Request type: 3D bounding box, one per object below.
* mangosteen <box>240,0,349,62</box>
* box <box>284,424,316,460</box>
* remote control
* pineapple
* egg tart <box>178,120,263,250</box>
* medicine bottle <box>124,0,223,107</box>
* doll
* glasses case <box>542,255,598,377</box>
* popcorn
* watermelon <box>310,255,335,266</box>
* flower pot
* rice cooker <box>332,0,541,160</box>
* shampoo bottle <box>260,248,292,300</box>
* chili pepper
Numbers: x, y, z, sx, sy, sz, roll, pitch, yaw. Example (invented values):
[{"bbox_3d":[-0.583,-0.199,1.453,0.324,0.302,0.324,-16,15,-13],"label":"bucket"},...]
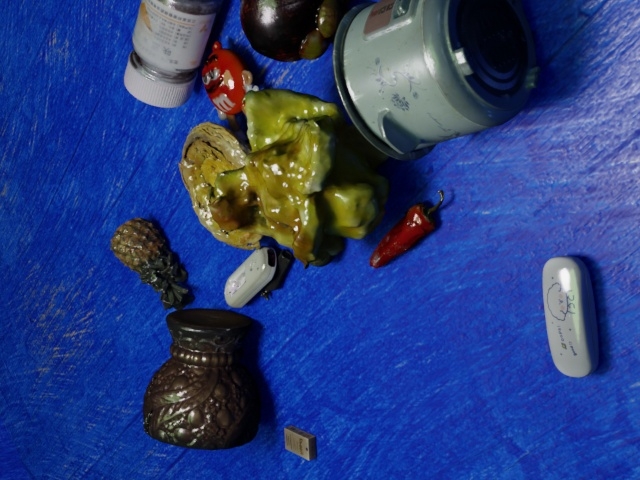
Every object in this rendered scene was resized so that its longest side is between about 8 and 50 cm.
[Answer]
[{"bbox_3d":[-0.048,-0.418,1.844,0.210,0.210,0.209,18,115,45],"label":"mangosteen"},{"bbox_3d":[-0.045,0.444,2.236,0.083,0.024,0.053,15,113,44],"label":"box"},{"bbox_3d":[-0.156,0.081,2.213,0.221,0.042,0.078,-44,44,52],"label":"remote control"},{"bbox_3d":[-0.399,0.062,2.459,0.248,0.128,0.128,48,134,19],"label":"pineapple"},{"bbox_3d":[-0.177,-0.119,2.147,0.291,0.107,0.290,27,132,35],"label":"egg tart"},{"bbox_3d":[-0.315,-0.432,2.160,0.165,0.165,0.273,48,132,28],"label":"medicine bottle"},{"bbox_3d":[-0.181,-0.308,2.112,0.183,0.085,0.217,-3,109,50],"label":"doll"},{"bbox_3d":[0.395,0.120,1.609,0.076,0.049,0.197,2,104,49],"label":"glasses case"},{"bbox_3d":[-0.019,-0.134,1.833,0.321,0.290,0.325,-42,74,37],"label":"popcorn"},{"bbox_3d":[0.000,0.000,2.005,0.078,0.078,0.110,33,124,39],"label":"watermelon"},{"bbox_3d":[-0.258,0.299,2.274,0.267,0.267,0.267,14,101,46],"label":"flower pot"},{"bbox_3d":[0.168,-0.274,1.590,0.317,0.264,0.316,-33,38,31],"label":"rice cooker"},{"bbox_3d":[-0.096,0.074,2.175,0.048,0.027,0.137,61,140,30],"label":"shampoo bottle"},{"bbox_3d":[0.150,-0.010,1.851,0.059,0.050,0.268,50,137,4],"label":"chili pepper"}]
